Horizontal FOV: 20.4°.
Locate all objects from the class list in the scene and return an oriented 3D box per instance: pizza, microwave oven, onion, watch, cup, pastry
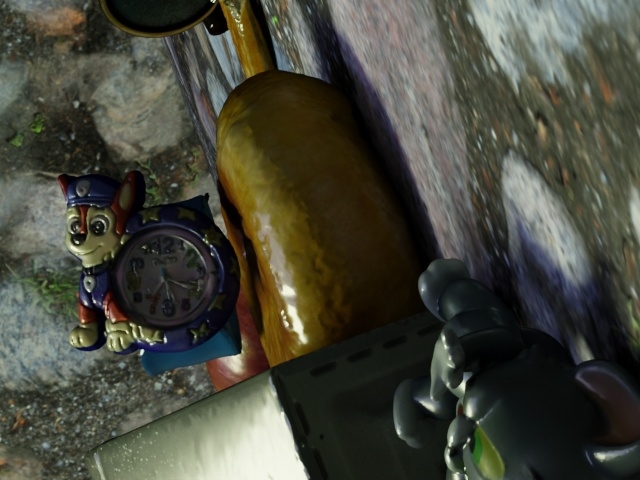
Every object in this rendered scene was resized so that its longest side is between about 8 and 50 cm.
[{"bbox_3d":[-0.094,-0.259,2.161,0.185,0.036,0.176,73,174,-46],"label":"pizza"},{"bbox_3d":[0.051,0.300,1.402,0.374,0.236,0.432,-27,83,53],"label":"microwave oven"},{"bbox_3d":[-0.051,0.092,2.118,0.161,0.248,0.248,38,156,36],"label":"onion"},{"bbox_3d":[-0.154,0.034,1.764,0.200,0.171,0.196,52,-146,-81],"label":"watch"},{"bbox_3d":[-0.215,-0.354,2.297,0.239,0.166,0.177,78,172,-49],"label":"cup"},{"bbox_3d":[0.000,0.000,1.710,0.356,0.163,0.356,164,90,-84],"label":"pastry"}]

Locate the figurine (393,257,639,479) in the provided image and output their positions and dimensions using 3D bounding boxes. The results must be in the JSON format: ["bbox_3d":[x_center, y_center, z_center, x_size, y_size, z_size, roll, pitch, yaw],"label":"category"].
[{"bbox_3d":[0.127,0.123,1.165,0.265,0.140,0.193,-98,15,-62],"label":"figurine"}]
